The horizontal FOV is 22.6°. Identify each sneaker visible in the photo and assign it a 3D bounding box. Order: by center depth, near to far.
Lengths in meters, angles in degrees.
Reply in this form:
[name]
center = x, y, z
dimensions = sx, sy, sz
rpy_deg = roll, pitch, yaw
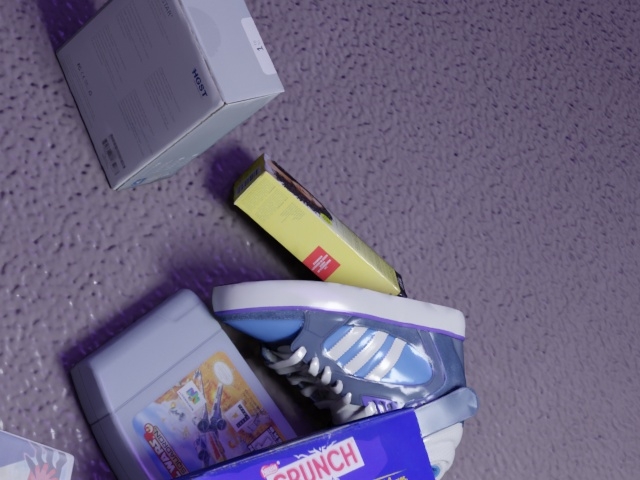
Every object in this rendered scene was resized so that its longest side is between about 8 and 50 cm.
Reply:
[sneaker]
center = 0.022, 0.176, 1.786
dimensions = 0.323, 0.130, 0.236
rpy_deg = 10, 80, -28

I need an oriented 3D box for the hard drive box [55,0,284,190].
[hard drive box]
center = -0.170, -0.185, 1.754
dimensions = 0.089, 0.232, 0.181
rpy_deg = -17, 80, -43

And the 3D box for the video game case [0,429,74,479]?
[video game case]
center = -0.335, 0.272, 1.533
dimensions = 0.183, 0.023, 0.201
rpy_deg = 25, 55, -28

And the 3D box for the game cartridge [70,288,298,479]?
[game cartridge]
center = -0.127, 0.217, 1.712
dimensions = 0.297, 0.062, 0.198
rpy_deg = 55, 42, -3

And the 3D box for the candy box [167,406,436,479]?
[candy box]
center = 0.008, 0.356, 1.626
dimensions = 0.268, 0.122, 0.317
rpy_deg = -14, 86, -28

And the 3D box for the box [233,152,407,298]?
[box]
center = 0.000, 0.000, 1.896
dimensions = 0.232, 0.058, 0.087
rpy_deg = 42, 12, -16
